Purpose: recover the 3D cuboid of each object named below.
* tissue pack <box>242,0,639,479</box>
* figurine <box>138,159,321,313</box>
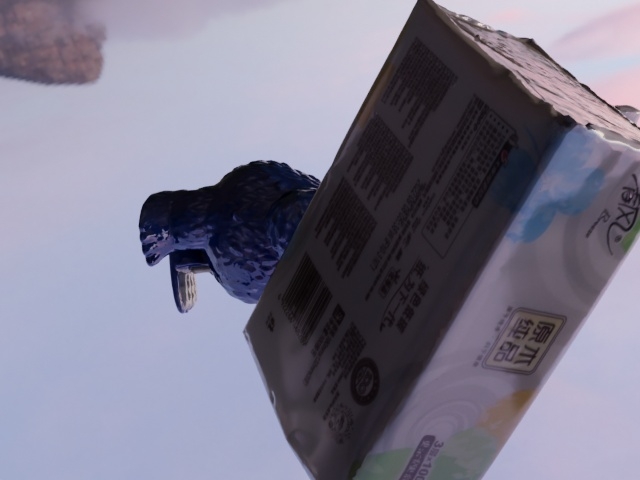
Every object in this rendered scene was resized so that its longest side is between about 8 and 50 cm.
[{"bbox_3d":[0.081,0.016,0.565,0.145,0.229,0.159,13,-155,-30],"label":"tissue pack"},{"bbox_3d":[-0.006,-0.003,0.829,0.262,0.121,0.164,7,160,0],"label":"figurine"}]
